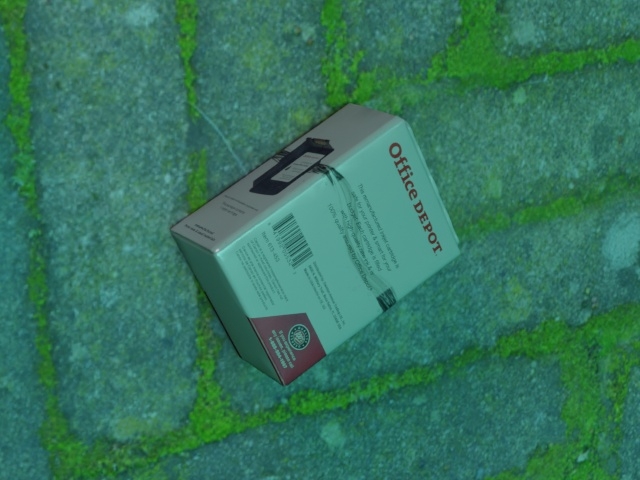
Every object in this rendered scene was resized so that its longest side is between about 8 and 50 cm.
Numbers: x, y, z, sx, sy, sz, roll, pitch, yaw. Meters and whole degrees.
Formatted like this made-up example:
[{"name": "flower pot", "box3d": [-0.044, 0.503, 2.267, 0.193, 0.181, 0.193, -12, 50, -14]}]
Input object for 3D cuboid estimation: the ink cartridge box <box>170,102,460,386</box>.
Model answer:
[{"name": "ink cartridge box", "box3d": [0.000, 0.000, 1.466, 0.237, 0.100, 0.172, -36, 120, -18]}]
